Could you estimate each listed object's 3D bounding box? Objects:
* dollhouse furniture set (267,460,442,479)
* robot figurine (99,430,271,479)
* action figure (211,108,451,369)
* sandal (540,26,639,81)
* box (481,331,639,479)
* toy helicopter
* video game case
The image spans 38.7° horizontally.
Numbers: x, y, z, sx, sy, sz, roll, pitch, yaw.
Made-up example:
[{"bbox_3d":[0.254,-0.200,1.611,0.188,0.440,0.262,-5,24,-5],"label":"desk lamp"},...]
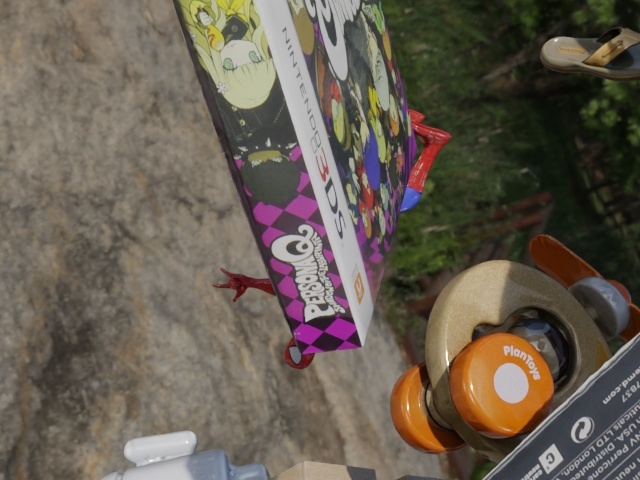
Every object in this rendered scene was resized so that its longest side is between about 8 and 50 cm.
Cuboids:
[{"bbox_3d":[0.005,0.452,1.027,0.303,0.174,0.355,15,54,-32],"label":"dollhouse furniture set"},{"bbox_3d":[-0.250,0.468,1.525,0.200,0.353,0.300,84,-7,-63],"label":"robot figurine"},{"bbox_3d":[0.000,0.000,0.870,0.139,0.280,0.091,12,20,-28],"label":"action figure"},{"bbox_3d":[0.348,-0.231,1.096,0.072,0.180,0.049,-49,136,-31],"label":"sandal"},{"bbox_3d":[0.303,0.271,0.505,0.293,0.212,0.395,37,14,-23],"label":"box"},{"bbox_3d":[0.254,0.142,0.821,0.355,0.140,0.235,35,61,-7],"label":"toy helicopter"},{"bbox_3d":[0.001,-0.090,0.502,0.232,0.042,0.210,-67,145,-57],"label":"video game case"}]
